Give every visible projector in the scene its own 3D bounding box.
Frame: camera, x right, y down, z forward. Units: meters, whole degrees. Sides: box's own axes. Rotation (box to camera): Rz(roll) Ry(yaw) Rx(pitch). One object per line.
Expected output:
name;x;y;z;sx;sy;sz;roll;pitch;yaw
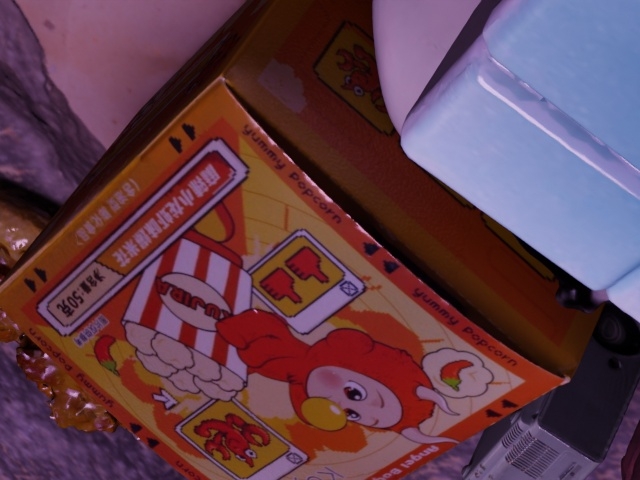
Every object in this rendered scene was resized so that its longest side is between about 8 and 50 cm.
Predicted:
projector;0.151;0.104;1.160;0.061;0.147;0.115;33;136;-1

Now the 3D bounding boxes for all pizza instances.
pizza;-0.205;0.061;1.368;0.305;0.085;0.161;38;137;-4

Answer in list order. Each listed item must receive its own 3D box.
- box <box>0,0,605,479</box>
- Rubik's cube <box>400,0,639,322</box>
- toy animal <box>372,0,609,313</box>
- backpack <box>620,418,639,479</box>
box;0.000;0.000;1.107;0.259;0.214;0.283;40;136;-11
Rubik's cube;0.273;-0.113;0.653;0.316;0.319;0.322;37;150;-6
toy animal;0.132;-0.098;0.941;0.235;0.187;0.165;47;147;34
backpack;0.333;0.159;1.064;0.317;0.197;0.283;-2;131;15
